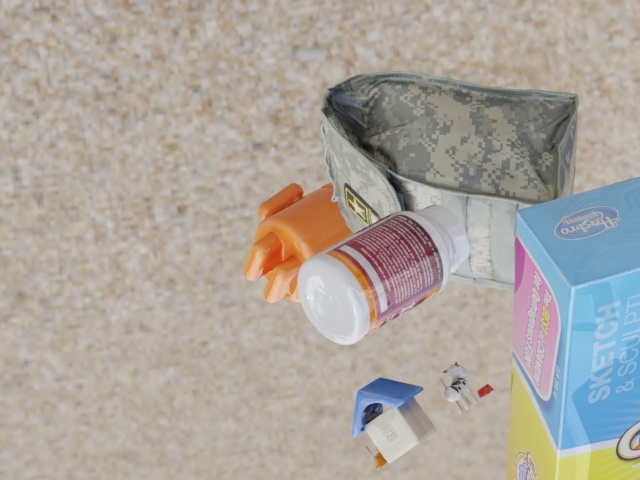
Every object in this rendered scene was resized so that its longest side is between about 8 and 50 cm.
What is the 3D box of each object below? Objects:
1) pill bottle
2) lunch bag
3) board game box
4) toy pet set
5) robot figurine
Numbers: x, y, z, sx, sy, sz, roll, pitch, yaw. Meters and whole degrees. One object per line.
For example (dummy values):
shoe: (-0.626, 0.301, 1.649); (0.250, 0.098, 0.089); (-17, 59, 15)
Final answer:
pill bottle: (0.060, 0.026, 1.211); (0.152, 0.086, 0.086); (-28, 166, -33)
lunch bag: (0.138, -0.064, 1.528); (0.287, 0.169, 0.235); (10, 153, 13)
board game box: (0.227, 0.089, 0.777); (0.242, 0.064, 0.316); (-16, 133, -11)
toy pet set: (0.070, 0.146, 1.170); (0.122, 0.065, 0.114); (-40, 170, 29)
robot figurine: (0.001, 0.002, 1.789); (0.219, 0.128, 0.158); (-31, -150, -35)
